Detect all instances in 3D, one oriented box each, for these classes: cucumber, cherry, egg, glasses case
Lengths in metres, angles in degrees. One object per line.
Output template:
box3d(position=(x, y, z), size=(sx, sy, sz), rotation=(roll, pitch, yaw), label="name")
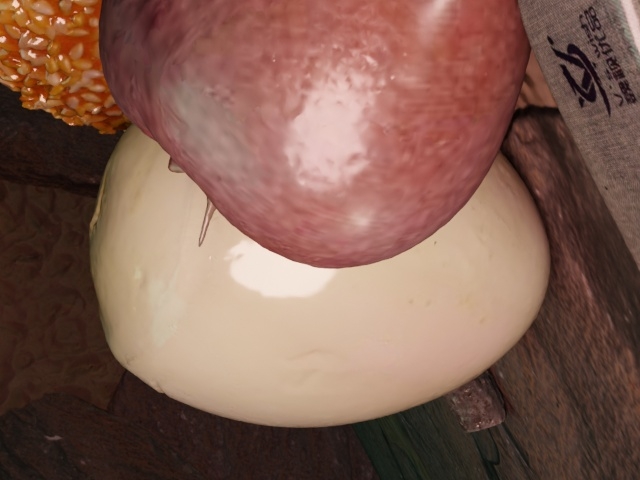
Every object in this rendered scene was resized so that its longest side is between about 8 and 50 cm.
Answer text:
box3d(position=(0.159, 0.158, 1.456), size=(0.112, 0.064, 0.064), rotation=(60, 173, -13), label="cucumber")
box3d(position=(0.003, -0.127, 0.756), size=(0.221, 0.307, 0.261), rotation=(4, -148, -47), label="cherry")
box3d(position=(0.000, 0.000, 0.999), size=(0.283, 0.345, 0.283), rotation=(-173, 90, -83), label="egg")
box3d(position=(0.196, 0.000, 0.604), size=(0.323, 0.074, 0.131), rotation=(62, 171, -3), label="glasses case")

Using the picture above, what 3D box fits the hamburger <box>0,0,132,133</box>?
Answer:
box3d(position=(-0.145, -0.254, 1.048), size=(0.250, 0.330, 0.330), rotation=(57, 171, 27), label="hamburger")
